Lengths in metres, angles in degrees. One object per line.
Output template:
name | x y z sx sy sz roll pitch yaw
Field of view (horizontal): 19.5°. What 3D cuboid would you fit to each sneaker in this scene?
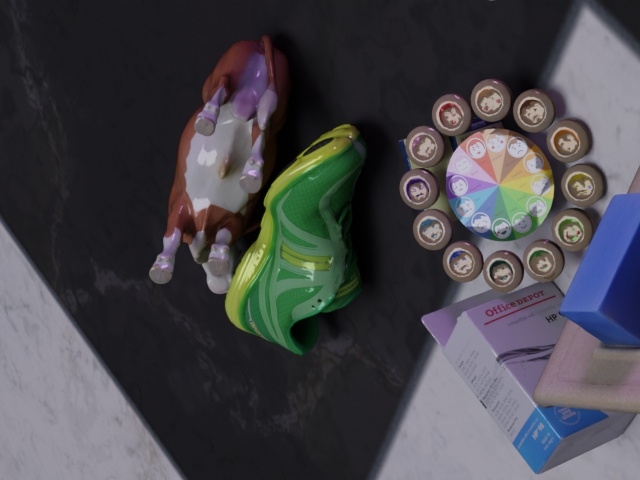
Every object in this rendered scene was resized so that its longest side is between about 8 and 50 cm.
sneaker | 0.000 0.000 1.855 0.123 0.109 0.295 35 136 12

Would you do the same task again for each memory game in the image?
memory game | 0.152 -0.046 1.588 0.186 0.012 0.186 6 104 26

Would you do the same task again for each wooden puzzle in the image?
wooden puzzle | 0.273 -0.038 1.212 0.080 0.322 0.348 32 165 -18

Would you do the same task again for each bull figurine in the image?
bull figurine | -0.102 -0.058 1.902 0.188 0.101 0.310 -78 2 -58

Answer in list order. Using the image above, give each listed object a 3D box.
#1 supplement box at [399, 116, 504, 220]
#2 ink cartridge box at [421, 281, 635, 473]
supplement box | 0.125 -0.063 1.656 0.083 0.056 0.083 -12 96 57
ink cartridge box | 0.182 0.102 1.614 0.180 0.104 0.060 53 143 25
